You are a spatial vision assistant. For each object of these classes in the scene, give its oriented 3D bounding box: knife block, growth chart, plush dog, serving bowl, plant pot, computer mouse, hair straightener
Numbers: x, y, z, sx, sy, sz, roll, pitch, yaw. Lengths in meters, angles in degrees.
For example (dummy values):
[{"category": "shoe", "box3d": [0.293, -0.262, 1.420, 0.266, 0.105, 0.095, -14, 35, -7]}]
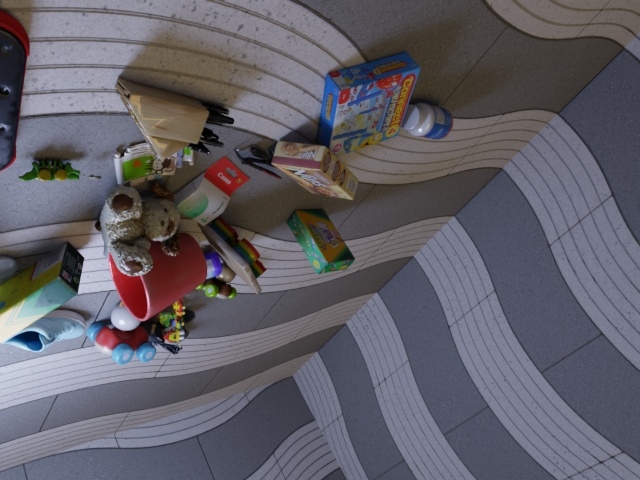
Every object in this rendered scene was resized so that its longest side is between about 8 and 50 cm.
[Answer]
[{"category": "knife block", "box3d": [-0.348, -0.329, 1.245, 0.242, 0.088, 0.275, -37, 146, -16]}, {"category": "growth chart", "box3d": [-0.467, -0.226, 1.383, 0.237, 0.021, 0.172, -23, 154, -19]}, {"category": "plush dog", "box3d": [-0.526, -0.050, 1.452, 0.225, 0.210, 0.262, -17, 110, -38]}, {"category": "serving bowl", "box3d": [-0.914, 0.071, 1.394, 0.083, 0.027, 0.083, -27, 154, -14]}, {"category": "plant pot", "box3d": [-0.536, 0.099, 1.641, 0.243, 0.275, 0.275, -25, 156, -40]}, {"category": "computer mouse", "box3d": [-0.698, 0.435, 2.126, 0.262, 0.184, 0.060, 102, 7, -56]}, {"category": "hair straightener", "box3d": [-0.191, -0.272, 1.608, 0.230, 0.047, 0.089, 17, 107, -51]}]

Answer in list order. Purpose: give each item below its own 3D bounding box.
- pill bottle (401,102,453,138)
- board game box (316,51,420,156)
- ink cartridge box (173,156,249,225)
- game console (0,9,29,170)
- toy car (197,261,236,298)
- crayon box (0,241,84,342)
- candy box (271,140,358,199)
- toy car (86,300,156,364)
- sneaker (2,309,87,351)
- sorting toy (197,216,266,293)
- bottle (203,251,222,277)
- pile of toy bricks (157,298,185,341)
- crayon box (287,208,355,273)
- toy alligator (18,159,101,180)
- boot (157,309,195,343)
[{"category": "pill bottle", "box3d": [0.395, -0.452, 1.844, 0.221, 0.124, 0.124, -4, 143, -44]}, {"category": "board game box", "box3d": [0.149, -0.441, 1.626, 0.302, 0.086, 0.308, -22, 153, -20]}, {"category": "ink cartridge box", "box3d": [-0.352, -0.155, 1.606, 0.225, 0.056, 0.181, -34, 155, 6]}, {"category": "game console", "box3d": [-0.759, -0.282, 0.925, 0.342, 0.060, 0.386, -2, 141, -39]}, {"category": "toy car", "box3d": [-0.408, 0.134, 2.017, 0.155, 0.149, 0.188, 20, 95, -63]}, {"category": "crayon box", "box3d": [-0.851, 0.160, 1.419, 0.318, 0.202, 0.081, -32, 125, 0]}, {"category": "candy box", "box3d": [-0.010, -0.236, 1.688, 0.316, 0.183, 0.087, 31, 72, -62]}, {"category": "toy car", "box3d": [-0.744, 0.322, 1.902, 0.210, 0.219, 0.238, 15, 99, -58]}, {"category": "sneaker", "box3d": [-0.946, 0.322, 1.661, 0.135, 0.150, 0.366, -37, 154, 11]}, {"category": "sorting toy", "box3d": [-0.306, 0.045, 1.798, 0.089, 0.255, 0.257, -43, 158, -16]}, {"category": "bottle", "box3d": [-0.520, 0.125, 1.854, 0.283, 0.092, 0.118, -17, 167, -24]}, {"category": "pile of toy bricks", "box3d": [-0.630, 0.321, 2.048, 0.105, 0.118, 0.212, -4, 126, -24]}, {"category": "crayon box", "box3d": [0.000, 0.000, 2.017, 0.165, 0.278, 0.081, -6, 145, -44]}, {"category": "toy alligator", "box3d": [-0.651, -0.178, 1.229, 0.190, 0.056, 0.051, -8, 105, -41]}, {"category": "boot", "box3d": [-0.641, 0.402, 2.244, 0.190, 0.076, 0.208, -17, 147, -4]}]
